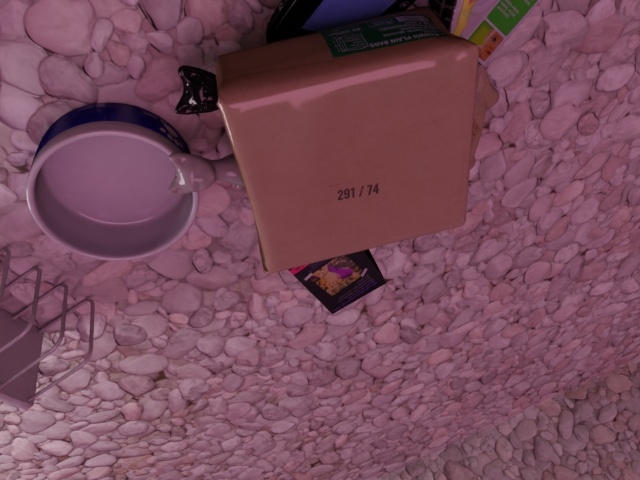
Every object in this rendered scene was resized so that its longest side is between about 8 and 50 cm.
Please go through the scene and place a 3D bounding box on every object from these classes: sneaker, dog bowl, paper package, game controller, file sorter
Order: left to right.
[{"bbox_3d":[-0.588,0.143,0.922,0.173,0.193,0.278,-34,133,7],"label":"file sorter"},{"bbox_3d":[-0.347,-0.094,0.858,0.265,0.104,0.265,-10,132,-11],"label":"dog bowl"},{"bbox_3d":[0.037,-0.138,0.725,0.325,0.168,0.309,-13,133,-3],"label":"paper package"},{"bbox_3d":[0.055,-0.331,0.650,0.166,0.067,0.319,5,165,-29],"label":"game controller"},{"bbox_3d":[0.209,-0.372,0.663,0.094,0.081,0.208,-7,132,-15],"label":"sneaker"}]

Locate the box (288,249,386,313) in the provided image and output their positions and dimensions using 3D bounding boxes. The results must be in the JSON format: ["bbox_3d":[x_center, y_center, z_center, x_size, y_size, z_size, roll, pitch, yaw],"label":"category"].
[{"bbox_3d":[0.000,0.000,1.027,0.143,0.165,0.270,-31,134,9],"label":"box"}]

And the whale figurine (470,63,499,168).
[{"bbox_3d":[0.230,-0.212,0.971,0.216,0.141,0.272,37,86,-40],"label":"whale figurine"}]

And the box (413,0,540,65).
[{"bbox_3d":[0.223,-0.444,0.745,0.262,0.127,0.231,24,120,-34],"label":"box"}]

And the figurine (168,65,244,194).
[{"bbox_3d":[-0.146,-0.171,0.805,0.209,0.092,0.215,-12,127,-44],"label":"figurine"}]
